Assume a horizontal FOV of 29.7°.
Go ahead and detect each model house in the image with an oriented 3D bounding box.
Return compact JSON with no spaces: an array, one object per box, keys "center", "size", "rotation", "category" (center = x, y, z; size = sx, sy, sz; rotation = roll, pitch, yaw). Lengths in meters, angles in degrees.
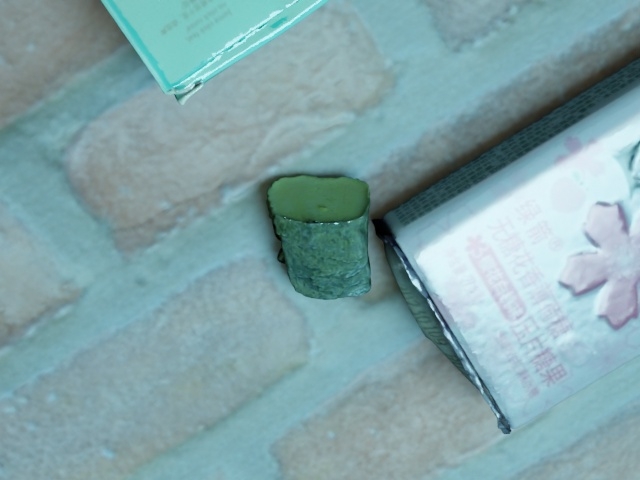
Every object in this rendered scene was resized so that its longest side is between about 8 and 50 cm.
[{"center":[0.000,0.000,0.920],"size":[0.079,0.066,0.083],"rotation":[-1,128,4],"category":"model house"}]

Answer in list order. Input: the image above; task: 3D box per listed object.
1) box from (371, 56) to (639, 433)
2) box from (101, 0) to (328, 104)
[{"center":[0.236,-0.024,0.908],"size":[0.370,0.112,0.190],"rotation":[-33,103,2],"category":"box"},{"center":[-0.105,-0.278,0.810],"size":[0.205,0.118,0.311],"rotation":[-34,103,5],"category":"box"}]
